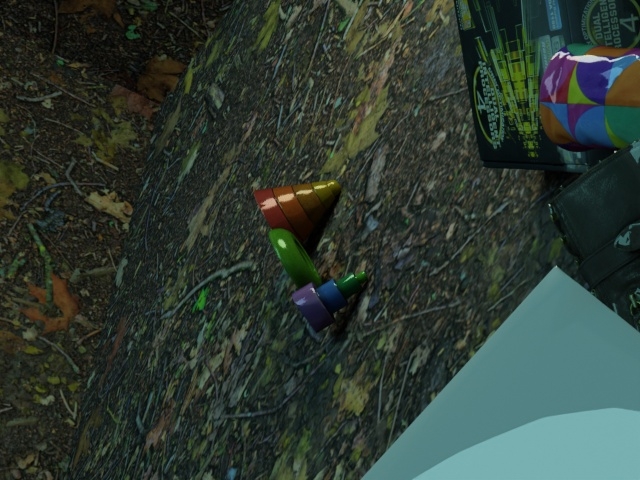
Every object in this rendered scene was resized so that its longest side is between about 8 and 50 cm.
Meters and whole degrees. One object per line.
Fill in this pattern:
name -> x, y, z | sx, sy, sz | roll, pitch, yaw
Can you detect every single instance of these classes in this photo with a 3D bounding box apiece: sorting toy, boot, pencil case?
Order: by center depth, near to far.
pencil case -> 0.283, -0.106, 0.953 | 0.236, 0.104, 0.104 | 17, 82, 52
boot -> 0.241, 0.059, 0.955 | 0.263, 0.091, 0.229 | -50, 56, 49
sorting toy -> 0.000, 0.000, 1.818 | 0.126, 0.127, 0.365 | -31, 30, 5

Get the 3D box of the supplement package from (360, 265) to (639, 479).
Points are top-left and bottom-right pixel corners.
supplement package -> 0.156, 0.191, 0.778 | 0.262, 0.145, 0.204 | -48, 44, 2

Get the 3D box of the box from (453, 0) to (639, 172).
box -> 0.217, -0.268, 1.206 | 0.318, 0.097, 0.395 | -158, 58, -76
